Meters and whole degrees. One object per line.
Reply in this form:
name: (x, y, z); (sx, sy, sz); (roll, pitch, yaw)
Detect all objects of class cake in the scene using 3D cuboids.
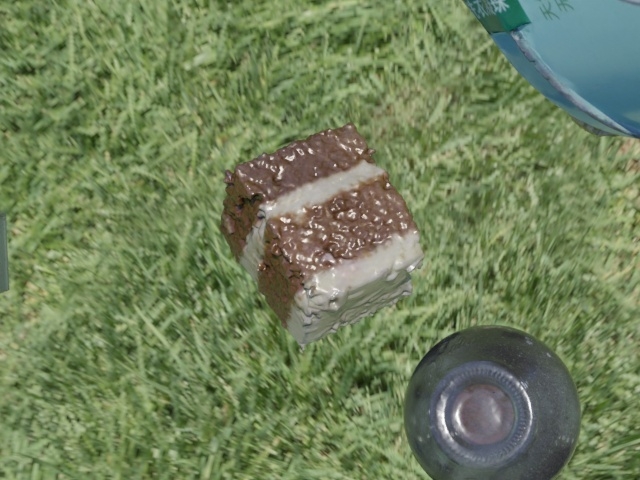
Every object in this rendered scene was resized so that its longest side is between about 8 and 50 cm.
cake: (0.000, 0.000, 0.995); (0.134, 0.135, 0.147); (-21, 72, -17)

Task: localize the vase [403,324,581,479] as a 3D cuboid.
vase: (0.128, 0.123, 0.819); (0.120, 0.183, 0.120); (-3, 81, 17)

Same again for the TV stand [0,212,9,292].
TV stand: (-0.460, 0.013, 1.183); (0.269, 0.083, 0.088); (0, 96, 15)

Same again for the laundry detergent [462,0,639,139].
laundry detergent: (0.224, -0.190, 0.528); (0.287, 0.305, 0.287); (-1, 92, -26)

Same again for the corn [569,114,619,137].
corn: (0.232, -0.219, 0.967); (0.098, 0.098, 0.290); (-5, 60, 4)
